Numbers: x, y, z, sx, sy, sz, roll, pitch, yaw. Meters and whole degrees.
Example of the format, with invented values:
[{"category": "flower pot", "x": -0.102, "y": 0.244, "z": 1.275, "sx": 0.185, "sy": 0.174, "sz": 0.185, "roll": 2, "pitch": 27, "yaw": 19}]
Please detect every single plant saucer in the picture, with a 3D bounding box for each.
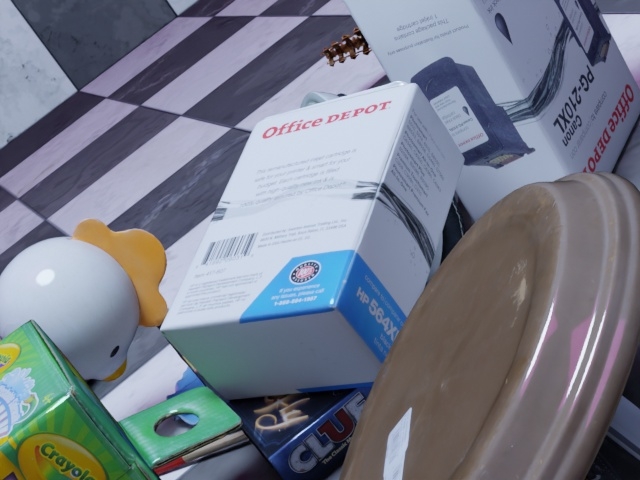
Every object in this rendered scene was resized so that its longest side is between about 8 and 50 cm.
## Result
[{"category": "plant saucer", "x": 0.077, "y": 0.082, "z": 0.718, "sx": 0.278, "sy": 0.041, "sz": 0.278, "roll": -59, "pitch": 11, "yaw": 20}]

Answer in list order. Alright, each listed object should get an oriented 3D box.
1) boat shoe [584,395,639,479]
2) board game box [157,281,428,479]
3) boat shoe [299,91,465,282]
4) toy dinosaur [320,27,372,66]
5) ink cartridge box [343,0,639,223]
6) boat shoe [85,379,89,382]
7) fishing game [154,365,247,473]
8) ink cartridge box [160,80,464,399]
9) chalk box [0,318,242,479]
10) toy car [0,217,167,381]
[{"category": "boat shoe", "x": 0.136, "y": 0.126, "z": 0.662, "sx": 0.076, "sy": 0.080, "sz": 0.228, "roll": -37, "pitch": 27, "yaw": -9}, {"category": "board game box", "x": -0.010, "y": 0.069, "z": 1.007, "sx": 0.165, "sy": 0.042, "sz": 0.243, "roll": -38, "pitch": 30, "yaw": -9}, {"category": "boat shoe", "x": 0.065, "y": -0.053, "z": 1.137, "sx": 0.091, "sy": 0.114, "sz": 0.302, "roll": 1, "pitch": 28, "yaw": -20}, {"category": "toy dinosaur", "x": 0.151, "y": -0.251, "z": 1.458, "sx": 0.322, "sy": 0.164, "sz": 0.218, "roll": -45, "pitch": -2, "yaw": 28}, {"category": "ink cartridge box", "x": 0.136, "y": -0.145, "z": 1.035, "sx": 0.100, "sy": 0.237, "sz": 0.172, "roll": -14, "pitch": 28, "yaw": 38}, {"category": "boat shoe", "x": -0.313, "y": 0.182, "z": 1.253, "sx": 0.112, "sy": 0.095, "sz": 0.335, "roll": 11, "pitch": 52, "yaw": 47}, {"category": "fishing game", "x": -0.053, "y": 0.078, "z": 1.118, "sx": 0.189, "sy": 0.041, "sz": 0.264, "roll": -24, "pitch": 24, "yaw": 32}, {"category": "ink cartridge box", "x": 0.000, "y": 0.000, "z": 0.948, "sx": 0.148, "sy": 0.086, "sz": 0.203, "roll": -10, "pitch": 43, "yaw": 36}, {"category": "chalk box", "x": -0.186, "y": 0.181, "z": 0.887, "sx": 0.289, "sy": 0.179, "sz": 0.180, "roll": -39, "pitch": 21, "yaw": -11}, {"category": "toy car", "x": -0.207, "y": 0.089, "z": 1.073, "sx": 0.238, "sy": 0.210, "sz": 0.219, "roll": -35, "pitch": 10, "yaw": 10}]
